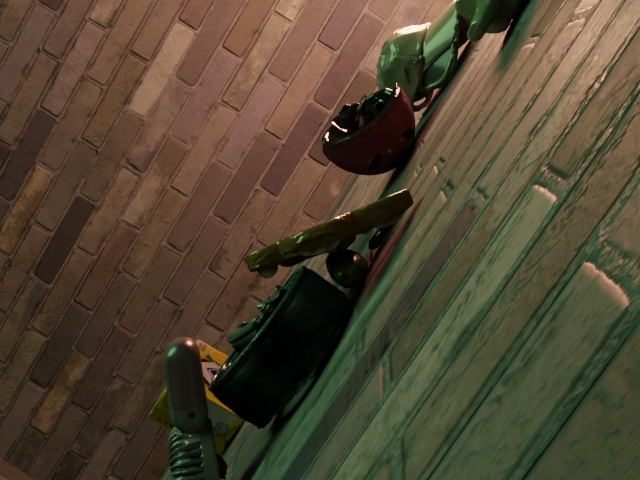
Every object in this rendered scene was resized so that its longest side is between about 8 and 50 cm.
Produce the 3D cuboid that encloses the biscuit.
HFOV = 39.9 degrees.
[{"bbox_3d":[0.000,0.000,1.259,0.216,0.047,0.339,-21,0,-26],"label":"biscuit"}]

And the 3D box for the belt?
[{"bbox_3d":[-0.064,0.146,1.202,0.206,0.116,0.267,-55,5,-35],"label":"belt"}]

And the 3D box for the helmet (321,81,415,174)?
[{"bbox_3d":[0.108,-0.202,1.731,0.198,0.154,0.253,-39,22,1],"label":"helmet"}]

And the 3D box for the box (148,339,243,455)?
[{"bbox_3d":[-0.227,0.313,1.785,0.097,0.168,0.265,-59,1,11],"label":"box"}]

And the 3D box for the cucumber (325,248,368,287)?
[{"bbox_3d":[0.038,0.037,1.276,0.056,0.056,0.250,-58,5,1],"label":"cucumber"}]

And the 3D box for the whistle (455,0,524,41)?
[{"bbox_3d":[0.271,-0.385,1.376,0.253,0.106,0.102,-61,-36,-41],"label":"whistle"}]

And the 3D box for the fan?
[{"bbox_3d":[-0.166,0.247,1.154,0.130,0.074,0.244,-138,41,-76],"label":"fan"}]

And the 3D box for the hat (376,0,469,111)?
[{"bbox_3d":[0.224,-0.408,1.888,0.275,0.161,0.232,-51,11,40],"label":"hat"}]

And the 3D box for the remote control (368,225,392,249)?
[{"bbox_3d":[0.100,-0.026,1.276,0.096,0.014,0.039,-56,5,17],"label":"remote control"}]
